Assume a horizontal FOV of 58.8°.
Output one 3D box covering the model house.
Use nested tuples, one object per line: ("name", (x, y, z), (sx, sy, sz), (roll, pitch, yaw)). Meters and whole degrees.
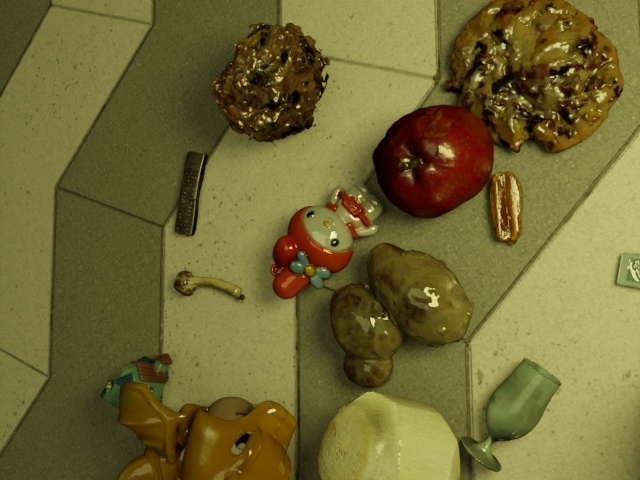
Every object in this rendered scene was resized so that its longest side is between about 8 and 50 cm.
("model house", (-0.429, 0.326, 1.362), (0.119, 0.148, 0.149), (22, 81, 28))

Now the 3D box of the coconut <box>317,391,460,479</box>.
("coconut", (0.141, 0.410, 1.057), (0.237, 0.265, 0.237), (-43, 32, 36))

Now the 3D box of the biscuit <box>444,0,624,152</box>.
("biscuit", (0.397, -0.322, 1.086), (0.289, 0.081, 0.334), (-46, 69, 12))

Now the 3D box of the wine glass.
("wine glass", (0.351, 0.317, 1.044), (0.093, 0.093, 0.202), (36, 102, 22))

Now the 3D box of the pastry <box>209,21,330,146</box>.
("pastry", (-0.111, -0.337, 1.210), (0.193, 0.275, 0.275), (25, 96, 44))

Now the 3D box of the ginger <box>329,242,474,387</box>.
("ginger", (0.134, 0.150, 1.132), (0.304, 0.155, 0.245), (-43, 78, 23))

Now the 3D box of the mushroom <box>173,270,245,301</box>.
("mushroom", (-0.266, 0.110, 1.348), (0.187, 0.061, 0.060), (7, 83, 20))

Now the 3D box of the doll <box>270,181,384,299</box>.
("doll", (0.000, 0.000, 1.200), (0.290, 0.130, 0.161), (-41, 77, 0))

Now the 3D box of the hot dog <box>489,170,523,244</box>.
("hot dog", (0.362, -0.063, 1.101), (0.062, 0.038, 0.144), (-5, 86, 20))

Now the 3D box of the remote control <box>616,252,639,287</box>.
("remote control", (0.610, 0.063, 0.989), (0.162, 0.029, 0.061), (11, 88, 28))

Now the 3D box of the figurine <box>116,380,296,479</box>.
("figurine", (-0.253, 0.499, 1.196), (0.387, 0.268, 0.401), (-10, 75, 33))

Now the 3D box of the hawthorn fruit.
("hawthorn fruit", (0.205, -0.144, 1.060), (0.230, 0.266, 0.210), (-21, 96, 24))

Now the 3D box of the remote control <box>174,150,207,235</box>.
("remote control", (-0.320, -0.116, 1.404), (0.059, 0.028, 0.212), (10, 90, 20))
